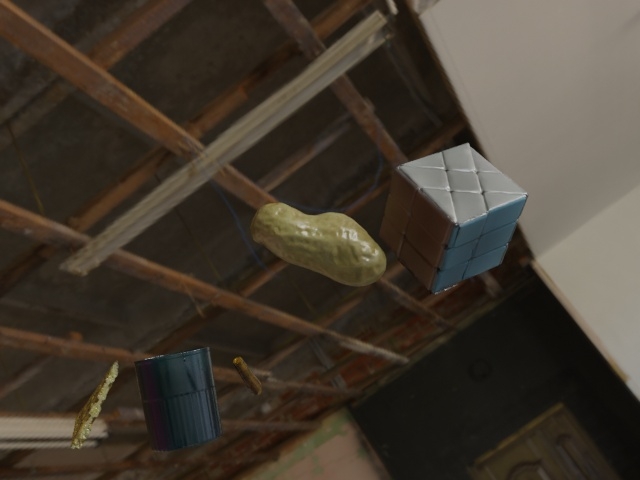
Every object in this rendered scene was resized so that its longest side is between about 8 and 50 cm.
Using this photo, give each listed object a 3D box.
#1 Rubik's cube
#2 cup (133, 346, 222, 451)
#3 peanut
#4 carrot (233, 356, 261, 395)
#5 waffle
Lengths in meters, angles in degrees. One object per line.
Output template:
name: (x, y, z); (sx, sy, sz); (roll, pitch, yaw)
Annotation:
Rubik's cube: (0.300, -0.053, 1.821); (0.231, 0.221, 0.224); (-21, -39, -28)
cup: (-0.469, 0.507, 2.498); (0.308, 0.291, 0.242); (-16, -7, 31)
peanut: (0.000, 0.000, 1.775); (0.147, 0.319, 0.147); (21, -90, -89)
carrot: (-0.208, 0.389, 2.258); (0.042, 0.042, 0.170); (-31, -47, -7)
waffle: (-0.531, 0.391, 1.868); (0.032, 0.125, 0.191); (30, -72, -19)
